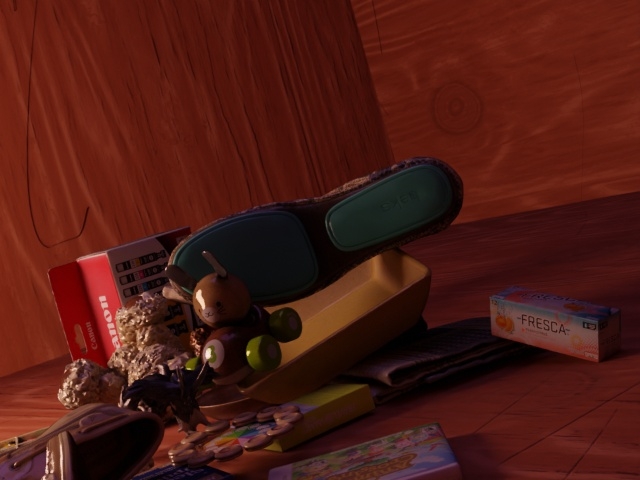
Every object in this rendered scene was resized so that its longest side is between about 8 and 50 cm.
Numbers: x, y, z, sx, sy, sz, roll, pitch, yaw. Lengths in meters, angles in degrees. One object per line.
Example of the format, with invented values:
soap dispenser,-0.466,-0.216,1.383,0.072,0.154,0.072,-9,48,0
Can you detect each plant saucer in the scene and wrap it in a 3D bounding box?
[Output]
plant saucer,0.008,0.134,1.777,0.333,0.081,0.333,-32,15,-5
plant saucer,-0.112,0.256,1.845,0.198,0.036,0.198,-15,3,1

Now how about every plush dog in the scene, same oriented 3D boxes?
plush dog,-0.295,0.247,1.976,0.225,0.210,0.262,11,53,50

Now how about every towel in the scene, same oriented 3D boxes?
towel,0.178,0.181,1.744,0.312,0.056,0.324,-14,1,-20

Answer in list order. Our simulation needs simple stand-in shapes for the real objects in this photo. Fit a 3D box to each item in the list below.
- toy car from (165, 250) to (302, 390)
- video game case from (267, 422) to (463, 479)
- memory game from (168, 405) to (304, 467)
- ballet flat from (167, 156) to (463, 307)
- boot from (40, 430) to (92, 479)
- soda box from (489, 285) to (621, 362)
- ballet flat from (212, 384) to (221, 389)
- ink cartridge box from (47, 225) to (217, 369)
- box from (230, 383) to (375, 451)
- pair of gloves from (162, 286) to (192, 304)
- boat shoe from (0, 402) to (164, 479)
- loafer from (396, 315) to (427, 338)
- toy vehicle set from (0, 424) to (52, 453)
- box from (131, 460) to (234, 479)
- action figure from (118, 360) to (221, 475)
toy car,-0.149,0.105,1.654,0.155,0.188,0.149,-21,18,34
video game case,0.042,0.259,1.238,0.212,0.023,0.193,-16,4,1
memory game,-0.110,0.252,1.453,0.186,0.012,0.186,-16,7,2
ballet flat,0.000,0.000,1.802,0.483,0.164,0.182,-20,-7,1
boot,-0.318,0.303,1.168,0.165,0.077,0.213,-19,40,0
soda box,0.324,0.114,1.557,0.058,0.063,0.183,-20,22,-41
ballet flat,-0.115,0.222,2.063,0.077,0.091,0.241,12,20,24
ink cartridge box,-0.351,0.159,2.190,0.272,0.309,0.130,-20,6,-40
box,-0.026,0.246,1.554,0.178,0.042,0.109,-19,4,-30
pair of gloves,-0.151,0.119,2.050,0.204,0.042,0.240,5,-13,26
boat shoe,-0.319,0.289,1.286,0.110,0.121,0.341,-9,21,39
loafer,0.116,0.123,1.874,0.080,0.078,0.220,-14,-1,-12
toy vehicle set,-0.516,0.368,1.865,0.166,0.035,0.267,-17,4,-15
box,-0.188,0.311,1.355,0.136,0.036,0.225,-18,5,-26
action figure,-0.234,0.256,1.604,0.164,0.141,0.276,-16,-9,-40
